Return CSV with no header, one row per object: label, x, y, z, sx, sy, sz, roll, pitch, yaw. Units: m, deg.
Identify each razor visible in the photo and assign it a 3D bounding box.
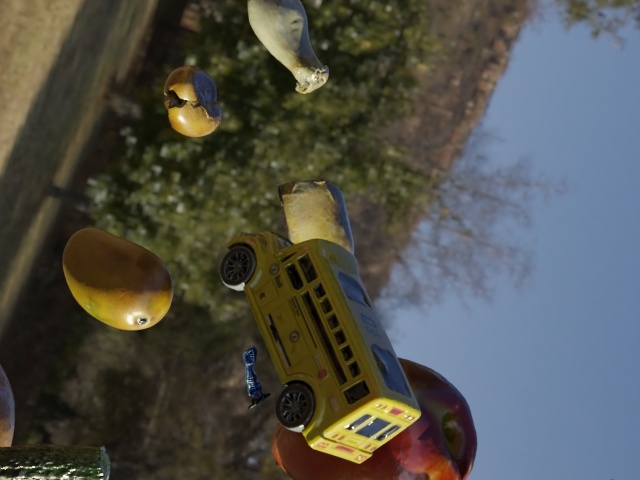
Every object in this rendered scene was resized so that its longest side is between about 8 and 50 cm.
razor,-0.106,0.205,2.008,0.044,0.028,0.154,-33,146,-21

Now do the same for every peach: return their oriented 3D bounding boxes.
peach,0.077,0.325,2.117,0.338,0.281,0.281,-11,-127,34

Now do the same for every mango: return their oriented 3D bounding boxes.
mango,-0.262,0.050,1.642,0.111,0.163,0.089,-56,160,-36

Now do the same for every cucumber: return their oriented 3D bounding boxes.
cucumber,-0.383,0.306,1.771,0.058,0.187,0.058,180,-90,-88

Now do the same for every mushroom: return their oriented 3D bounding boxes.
mushroom,-0.061,-0.389,2.456,0.225,0.116,0.093,65,-29,7

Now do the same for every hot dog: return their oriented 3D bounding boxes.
hot dog,-0.162,-0.175,1.634,0.140,0.060,0.090,-31,109,-73

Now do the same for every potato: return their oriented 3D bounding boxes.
potato,0.000,0.000,1.996,0.243,0.098,0.138,69,11,-73

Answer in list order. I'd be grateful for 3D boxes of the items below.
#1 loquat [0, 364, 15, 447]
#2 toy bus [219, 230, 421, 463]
loquat,-0.630,0.273,1.983,0.328,0.328,0.328,-163,-90,-81
toy bus,-0.001,0.115,1.684,0.151,0.145,0.331,-36,-123,19
